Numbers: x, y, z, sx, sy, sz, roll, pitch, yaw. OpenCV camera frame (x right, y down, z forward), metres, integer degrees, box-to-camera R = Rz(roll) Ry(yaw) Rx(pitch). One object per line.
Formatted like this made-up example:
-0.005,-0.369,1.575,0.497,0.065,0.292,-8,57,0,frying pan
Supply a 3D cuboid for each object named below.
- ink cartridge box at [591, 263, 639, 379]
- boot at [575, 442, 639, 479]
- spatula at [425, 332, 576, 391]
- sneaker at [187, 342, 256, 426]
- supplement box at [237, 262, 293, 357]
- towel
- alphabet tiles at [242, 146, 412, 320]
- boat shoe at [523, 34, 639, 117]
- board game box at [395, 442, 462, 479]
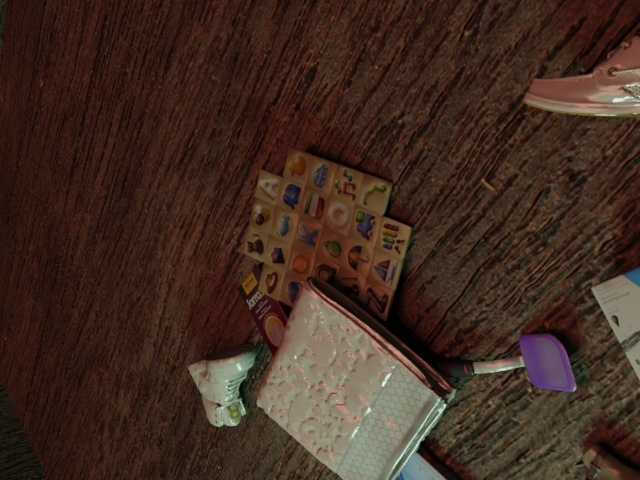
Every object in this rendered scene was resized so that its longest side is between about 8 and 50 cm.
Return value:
0.420,0.112,0.836,0.104,0.060,0.180,-37,74,47,ink cartridge box
0.397,0.310,0.942,0.087,0.042,0.118,52,135,27,boot
0.257,0.190,1.071,0.296,0.030,0.084,-17,88,50,spatula
-0.200,0.333,1.592,0.292,0.108,0.169,-29,81,59,sneaker
-0.074,0.140,1.395,0.188,0.080,0.104,59,137,17,supplement box
0.041,0.275,1.245,0.317,0.053,0.332,38,126,21,towel
0.000,0.000,1.256,0.342,0.011,0.285,23,109,33,alphabet tiles
0.364,-0.186,0.783,0.277,0.098,0.096,9,108,38,boat shoe
0.159,0.422,1.260,0.281,0.027,0.145,38,126,35,board game box
